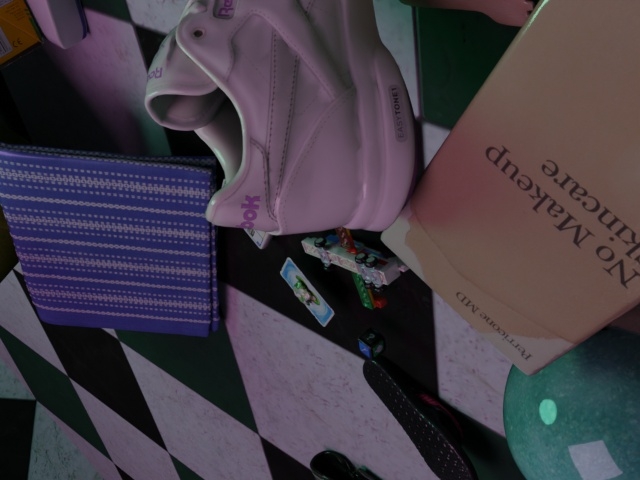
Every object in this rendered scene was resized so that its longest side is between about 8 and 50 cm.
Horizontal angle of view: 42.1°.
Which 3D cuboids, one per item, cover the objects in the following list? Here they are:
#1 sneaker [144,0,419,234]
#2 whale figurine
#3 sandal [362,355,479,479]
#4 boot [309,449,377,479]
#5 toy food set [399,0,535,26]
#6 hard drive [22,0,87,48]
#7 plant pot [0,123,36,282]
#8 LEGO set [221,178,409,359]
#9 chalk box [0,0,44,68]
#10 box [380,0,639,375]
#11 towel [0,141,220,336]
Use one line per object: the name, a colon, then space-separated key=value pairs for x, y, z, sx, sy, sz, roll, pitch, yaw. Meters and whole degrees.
sneaker: x=-0.040 y=-0.147 z=0.510 sx=0.114 sy=0.152 sz=0.305 roll=126 pitch=132 yaw=-65
whale figurine: x=0.231 y=0.177 z=0.613 sx=0.216 sy=0.141 sz=0.272 roll=8 pitch=131 yaw=47
sandal: x=0.113 y=0.188 z=0.881 sx=0.179 sy=0.040 sz=0.067 roll=51 pitch=147 yaw=25
boot: x=0.081 y=0.394 z=1.109 sx=0.246 sy=0.083 sz=0.161 roll=26 pitch=137 yaw=30
toy food set: x=0.072 y=-0.223 z=0.478 sx=0.132 sy=0.038 sz=0.192 roll=25 pitch=148 yaw=45
hard drive: x=-0.388 y=-0.355 z=0.894 sx=0.318 sy=0.040 sz=0.210 roll=30 pitch=145 yaw=28
plant pot: x=-0.552 y=-0.008 z=1.038 sx=0.366 sy=0.353 sz=0.366 roll=32 pitch=-177 yaw=-2
LEGO set: x=0.000 y=0.000 z=0.818 sx=0.244 sy=0.060 sz=0.182 roll=51 pitch=155 yaw=10
chalk box: x=-0.427 y=-0.247 z=0.894 sx=0.213 sy=0.132 sz=0.132 roll=16 pitch=137 yaw=41
box: x=0.165 y=-0.060 z=0.451 sx=0.148 sy=0.121 sz=0.311 roll=42 pitch=148 yaw=10
towel: x=-0.241 y=0.009 z=0.993 sx=0.243 sy=0.040 sz=0.336 roll=4 pitch=141 yaw=-4
